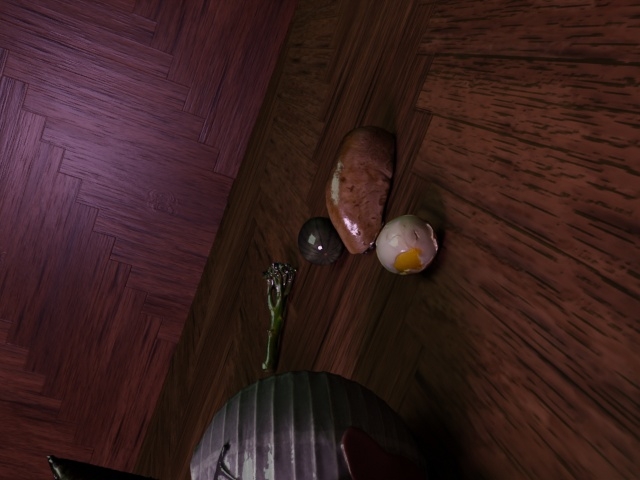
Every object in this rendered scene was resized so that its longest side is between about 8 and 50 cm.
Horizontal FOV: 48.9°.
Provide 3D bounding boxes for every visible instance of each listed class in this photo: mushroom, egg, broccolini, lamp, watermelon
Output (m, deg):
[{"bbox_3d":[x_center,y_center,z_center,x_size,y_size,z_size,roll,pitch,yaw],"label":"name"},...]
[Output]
[{"bbox_3d":[0.058,-0.089,1.049,0.072,0.094,0.209,139,150,-66],"label":"mushroom"},{"bbox_3d":[0.100,0.008,0.834,0.083,0.071,0.071,130,153,-60],"label":"egg"},{"bbox_3d":[-0.091,0.142,1.344,0.058,0.067,0.216,58,-143,-58],"label":"broccolini"},{"bbox_3d":[-0.005,0.236,0.671,0.265,0.233,0.233,87,-173,-54],"label":"lamp"},{"bbox_3d":[0.000,0.000,1.162,0.110,0.078,0.078,-132,61,-72],"label":"watermelon"}]

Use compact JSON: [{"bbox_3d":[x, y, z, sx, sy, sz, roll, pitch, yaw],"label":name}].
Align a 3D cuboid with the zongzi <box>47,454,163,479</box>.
[{"bbox_3d":[-0.273,0.484,1.070,0.319,0.362,0.383,-60,-11,-78],"label":"zongzi"}]
